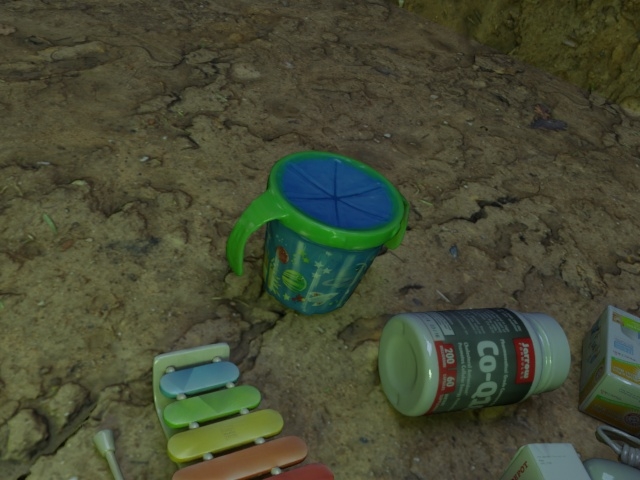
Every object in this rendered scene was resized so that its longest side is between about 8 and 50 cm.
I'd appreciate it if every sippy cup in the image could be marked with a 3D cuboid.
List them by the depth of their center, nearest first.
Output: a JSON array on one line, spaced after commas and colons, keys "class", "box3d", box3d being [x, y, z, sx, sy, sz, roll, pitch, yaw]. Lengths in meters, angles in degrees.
[{"class": "sippy cup", "box3d": [0.000, 0.000, 1.205, 0.306, 0.224, 0.240, 15, 36, -5]}]

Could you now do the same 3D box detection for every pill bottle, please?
[{"class": "pill bottle", "box3d": [0.252, 0.191, 1.127, 0.283, 0.161, 0.161, -1, 41, -24]}]

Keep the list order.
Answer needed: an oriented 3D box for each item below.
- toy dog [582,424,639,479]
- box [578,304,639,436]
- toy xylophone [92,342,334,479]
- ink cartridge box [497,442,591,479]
[{"class": "toy dog", "box3d": [0.514, 0.418, 0.977, 0.334, 0.160, 0.220, 21, 12, 21]}, {"class": "box", "box3d": [0.545, 0.231, 1.253, 0.114, 0.103, 0.203, 25, 37, 8]}, {"class": "toy xylophone", "box3d": [-0.146, 0.278, 0.897, 0.236, 0.081, 0.323, -14, 43, -36]}, {"class": "ink cartridge box", "box3d": [0.315, 0.388, 0.923, 0.082, 0.139, 0.190, 4, 39, -17]}]
